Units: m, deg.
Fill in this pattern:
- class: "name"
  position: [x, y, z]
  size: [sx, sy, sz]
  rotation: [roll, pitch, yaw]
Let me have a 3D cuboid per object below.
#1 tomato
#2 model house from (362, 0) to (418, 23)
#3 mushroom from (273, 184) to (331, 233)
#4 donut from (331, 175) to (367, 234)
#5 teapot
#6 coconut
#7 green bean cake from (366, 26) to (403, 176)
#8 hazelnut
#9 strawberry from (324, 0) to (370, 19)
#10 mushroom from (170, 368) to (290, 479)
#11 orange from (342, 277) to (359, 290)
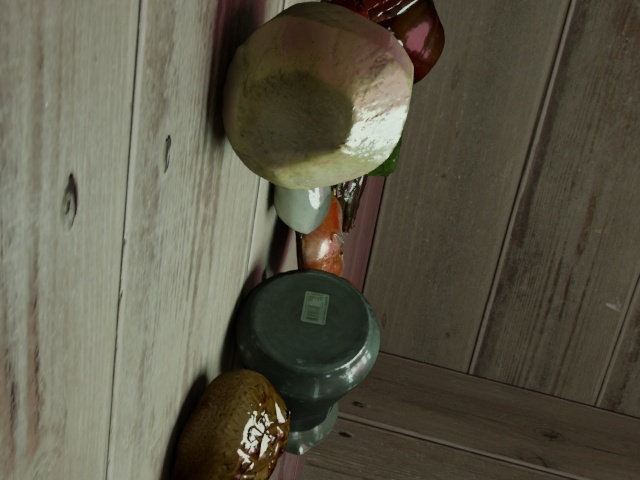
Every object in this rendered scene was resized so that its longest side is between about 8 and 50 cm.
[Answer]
- class: "tomato"
  position: [0.000, 0.000, 1.871]
  size: [0.237, 0.095, 0.236]
  rotation: [178, -90, -86]
- class: "model house"
  position: [0.108, -0.521, 1.633]
  size: [0.253, 0.160, 0.196]
  rotation: [66, 16, -7]
- class: "mushroom"
  position: [-0.027, -0.146, 1.663]
  size: [0.118, 0.103, 0.270]
  rotation: [-55, 152, -69]
- class: "donut"
  position: [0.055, -0.145, 2.251]
  size: [0.270, 0.103, 0.269]
  rotation: [16, 90, -83]
- class: "teapot"
  position: [-0.047, 0.210, 1.756]
  size: [0.344, 0.253, 0.300]
  rotation: [105, -26, -53]
- class: "coconut"
  position: [-0.003, -0.190, 1.256]
  size: [0.259, 0.259, 0.259]
  rotation: [14, 90, -82]
- class: "green bean cake"
  position: [0.086, -0.268, 1.889]
  size: [0.250, 0.156, 0.246]
  rotation: [48, 47, -70]
- class: "hazelnut"
  position: [0.167, -0.454, 2.101]
  size: [0.229, 0.230, 0.229]
  rotation: [14, 90, -82]
- class: "strawberry"
  position: [0.052, -0.404, 1.739]
  size: [0.106, 0.106, 0.106]
  rotation: [14, 90, -82]
- class: "mushroom"
  position: [-0.143, 0.327, 1.495]
  size: [0.253, 0.153, 0.253]
  rotation: [19, 90, -74]
- class: "orange"
  position: [0.007, 0.198, 2.246]
  size: [0.240, 0.171, 0.240]
  rotation: [-166, -90, -83]
